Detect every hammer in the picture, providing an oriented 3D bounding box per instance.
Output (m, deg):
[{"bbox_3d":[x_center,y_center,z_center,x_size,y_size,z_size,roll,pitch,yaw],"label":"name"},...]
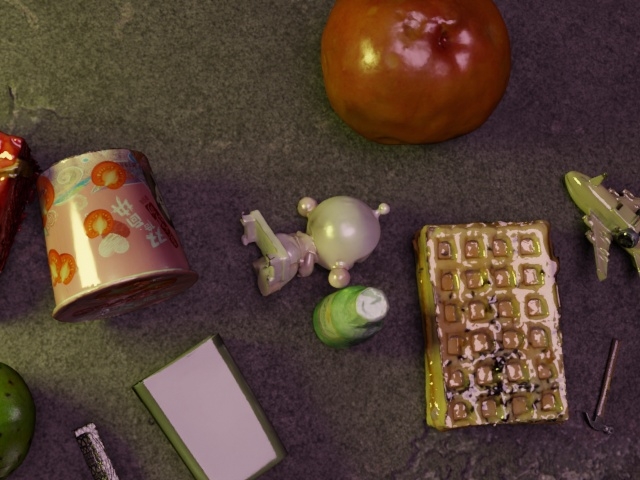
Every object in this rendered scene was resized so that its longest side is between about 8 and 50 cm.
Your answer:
[{"bbox_3d":[0.544,0.274,1.828,0.062,0.017,0.182,19,76,-9],"label":"hammer"}]

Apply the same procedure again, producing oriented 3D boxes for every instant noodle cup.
[{"bbox_3d":[-0.345,-0.011,1.577,0.243,0.243,0.231,-15,78,-14],"label":"instant noodle cup"}]

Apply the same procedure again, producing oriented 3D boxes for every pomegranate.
[{"bbox_3d":[-0.556,0.283,1.473,0.211,0.263,0.211,-1,87,16],"label":"pomegranate"}]

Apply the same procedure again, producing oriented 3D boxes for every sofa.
[{"bbox_3d":[-0.371,0.361,1.590,0.039,0.060,0.118,-25,86,-19],"label":"sofa"}]

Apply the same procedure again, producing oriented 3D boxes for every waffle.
[{"bbox_3d":[0.305,0.152,1.745,0.261,0.114,0.376,0,81,-13],"label":"waffle"}]

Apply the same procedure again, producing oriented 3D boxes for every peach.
[{"bbox_3d":[0.173,-0.327,1.699,0.343,0.301,0.342,2,79,-11],"label":"peach"}]

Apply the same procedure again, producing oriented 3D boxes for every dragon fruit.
[{"bbox_3d":[-0.554,-0.036,1.566,0.240,0.302,0.330,0,89,-40],"label":"dragon fruit"}]

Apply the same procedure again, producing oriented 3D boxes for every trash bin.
[{"bbox_3d":[-0.182,0.298,1.614,0.164,0.122,0.240,-34,91,-16],"label":"trash bin"}]

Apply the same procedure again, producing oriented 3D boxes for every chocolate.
[{"bbox_3d":[0.056,0.123,1.605,0.110,0.291,0.110,2,80,-9],"label":"chocolate"}]

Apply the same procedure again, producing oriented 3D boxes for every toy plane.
[{"bbox_3d":[0.571,-0.038,1.849,0.242,0.104,0.256,-42,98,-30],"label":"toy plane"}]

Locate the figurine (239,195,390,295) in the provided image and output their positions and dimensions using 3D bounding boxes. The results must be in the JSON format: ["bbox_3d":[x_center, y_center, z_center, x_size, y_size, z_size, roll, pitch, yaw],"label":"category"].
[{"bbox_3d":[-0.003,-0.010,1.695,0.257,0.182,0.144,-20,121,-16],"label":"figurine"}]
